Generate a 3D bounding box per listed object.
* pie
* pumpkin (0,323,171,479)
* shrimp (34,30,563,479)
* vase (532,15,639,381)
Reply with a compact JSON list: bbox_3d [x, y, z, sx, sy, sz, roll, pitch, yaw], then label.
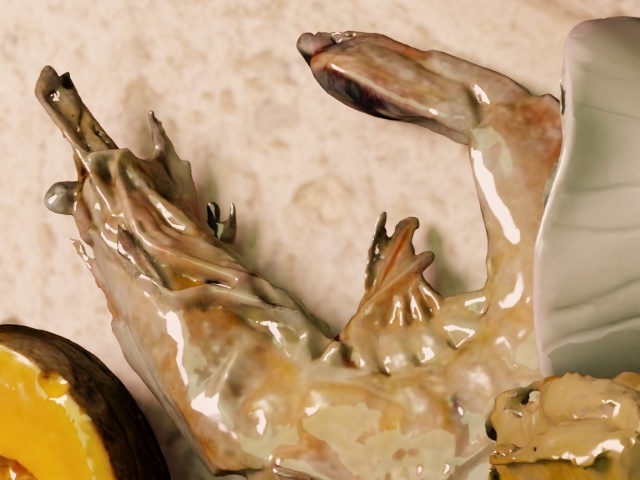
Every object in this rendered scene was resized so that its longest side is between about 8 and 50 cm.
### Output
[{"bbox_3d":[0.167,0.170,0.670,0.282,0.128,0.068,49,59,-12],"label":"pie"},{"bbox_3d":[-0.220,0.165,0.881,0.317,0.139,0.222,-44,69,12],"label":"pumpkin"},{"bbox_3d":[0.000,0.000,0.854,0.360,0.085,0.247,35,86,21],"label":"shrimp"},{"bbox_3d":[0.301,0.003,0.635,0.445,0.250,0.250,2,81,30],"label":"vase"}]
